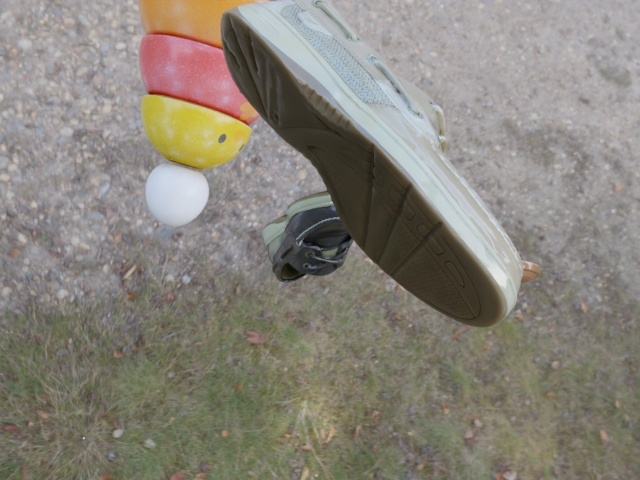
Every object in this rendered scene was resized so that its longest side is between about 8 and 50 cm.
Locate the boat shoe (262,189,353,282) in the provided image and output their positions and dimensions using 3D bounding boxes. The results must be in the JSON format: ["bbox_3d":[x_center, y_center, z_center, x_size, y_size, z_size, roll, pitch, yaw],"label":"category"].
[{"bbox_3d":[-0.001,0.000,0.594,0.080,0.223,0.073,-8,83,-23],"label":"boat shoe"}]

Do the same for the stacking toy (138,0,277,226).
[{"bbox_3d":[-0.222,-0.258,1.128,0.351,0.350,0.479,13,94,-17],"label":"stacking toy"}]

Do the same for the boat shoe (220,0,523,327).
[{"bbox_3d":[0.046,-0.075,0.430,0.098,0.109,0.302,-31,68,-23],"label":"boat shoe"}]

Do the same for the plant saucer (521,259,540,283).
[{"bbox_3d":[0.151,0.029,0.526,0.084,0.083,0.013,10,77,-19],"label":"plant saucer"}]
